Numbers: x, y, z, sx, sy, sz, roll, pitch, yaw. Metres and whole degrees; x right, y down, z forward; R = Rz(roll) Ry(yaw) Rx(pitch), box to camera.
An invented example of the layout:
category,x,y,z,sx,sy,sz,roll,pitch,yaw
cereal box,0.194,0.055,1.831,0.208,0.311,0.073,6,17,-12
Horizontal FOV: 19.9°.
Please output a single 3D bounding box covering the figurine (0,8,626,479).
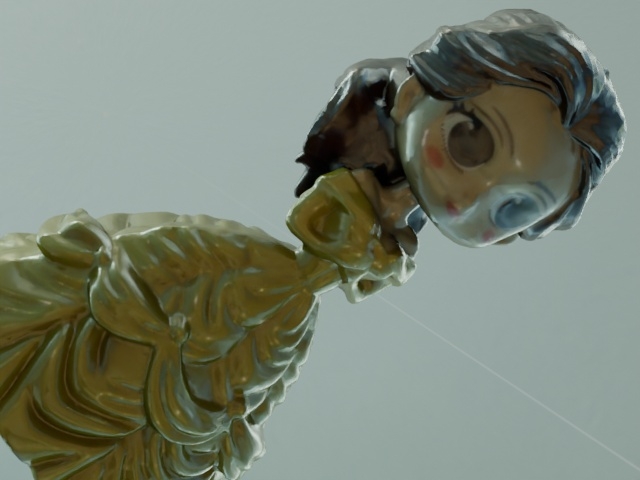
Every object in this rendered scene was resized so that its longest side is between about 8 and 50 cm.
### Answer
category,x,y,z,sx,sy,sz,roll,pitch,yaw
figurine,0.000,0.001,0.871,0.315,0.168,0.187,-32,-90,8
